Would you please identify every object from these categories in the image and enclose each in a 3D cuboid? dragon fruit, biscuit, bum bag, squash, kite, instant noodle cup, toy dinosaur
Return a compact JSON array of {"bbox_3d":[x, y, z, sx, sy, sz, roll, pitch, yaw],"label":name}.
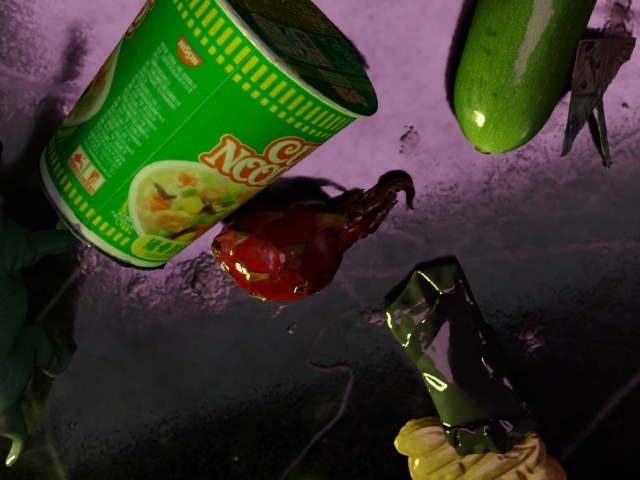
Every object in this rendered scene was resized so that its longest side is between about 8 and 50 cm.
[{"bbox_3d":[0.000,0.000,1.025,0.190,0.094,0.094,-17,107,-6],"label":"dragon fruit"},{"bbox_3d":[0.175,0.260,1.135,0.250,0.035,0.162,37,108,-12],"label":"biscuit"},{"bbox_3d":[0.131,0.117,1.075,0.087,0.049,0.198,-27,99,4],"label":"bum bag"},{"bbox_3d":[0.191,-0.247,0.937,0.101,0.101,0.379,14,106,-4],"label":"squash"},{"bbox_3d":[0.240,-0.120,0.989,0.137,0.005,0.152,-55,142,-17],"label":"kite"},{"bbox_3d":[-0.105,-0.104,0.949,0.207,0.207,0.232,43,112,-12],"label":"instant noodle cup"},{"bbox_3d":[-0.290,0.079,0.921,0.129,0.331,0.384,5,106,1],"label":"toy dinosaur"}]
